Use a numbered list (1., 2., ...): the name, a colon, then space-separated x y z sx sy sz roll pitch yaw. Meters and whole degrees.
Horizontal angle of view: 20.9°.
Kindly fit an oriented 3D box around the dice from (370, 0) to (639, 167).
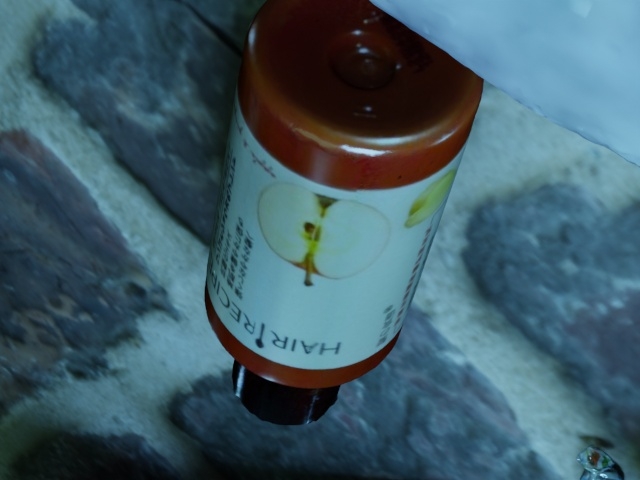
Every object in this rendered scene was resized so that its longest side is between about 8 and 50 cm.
1. dice: 0.123 -0.186 0.327 0.270 0.271 0.270 36 146 12

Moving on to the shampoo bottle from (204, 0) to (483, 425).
1. shampoo bottle: 0.000 0.000 0.834 0.104 0.104 0.278 34 147 14

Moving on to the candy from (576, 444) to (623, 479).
1. candy: 0.146 0.137 0.909 0.030 0.020 0.083 16 138 34
